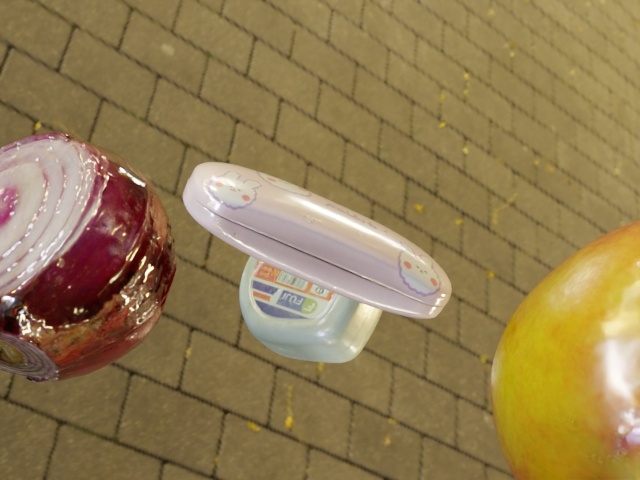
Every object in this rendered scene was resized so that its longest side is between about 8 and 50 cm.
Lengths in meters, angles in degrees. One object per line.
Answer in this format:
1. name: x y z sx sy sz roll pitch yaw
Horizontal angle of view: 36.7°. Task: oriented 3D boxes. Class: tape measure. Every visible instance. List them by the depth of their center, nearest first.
1. tape measure: -0.006 0.066 1.498 0.125 0.243 0.246 41 71 -46

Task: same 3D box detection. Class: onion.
1. onion: -0.318 0.043 1.184 0.260 0.336 0.282 50 34 -43

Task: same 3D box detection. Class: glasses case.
1. glasses case: 0.000 0.000 0.992 0.296 0.075 0.113 24 17 -15

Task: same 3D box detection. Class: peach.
1. peach: 0.178 0.075 0.494 0.197 0.197 0.197 22 54 -34
